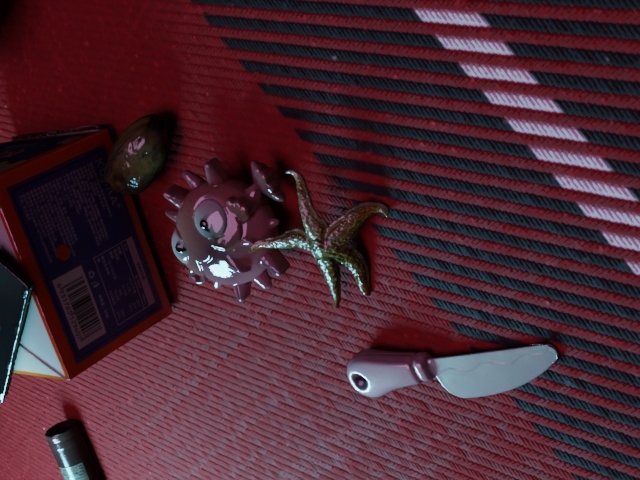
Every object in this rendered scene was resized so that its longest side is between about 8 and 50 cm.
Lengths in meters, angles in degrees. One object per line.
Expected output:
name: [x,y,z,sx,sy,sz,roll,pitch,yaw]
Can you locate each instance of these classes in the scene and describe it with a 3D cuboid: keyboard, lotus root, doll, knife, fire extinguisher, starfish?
keyboard: [-0.513,0.137,1.563,0.106,0.027,0.317,39,134,11]
lotus root: [-0.281,-0.127,1.525,0.081,0.089,0.179,23,139,-25]
doll: [-0.133,-0.018,1.440,0.211,0.093,0.262,47,132,-1]
knife: [0.171,0.180,1.321,0.336,0.043,0.081,-8,113,43]
fire extinguisher: [-0.500,0.495,2.105,0.099,0.071,0.231,-16,104,18]
starfish: [-0.001,0.001,1.338,0.217,0.050,0.223,-10,117,31]

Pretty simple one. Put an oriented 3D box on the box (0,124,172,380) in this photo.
box: [-0.476,0.017,1.662,0.319,0.257,0.348,-2,113,42]
